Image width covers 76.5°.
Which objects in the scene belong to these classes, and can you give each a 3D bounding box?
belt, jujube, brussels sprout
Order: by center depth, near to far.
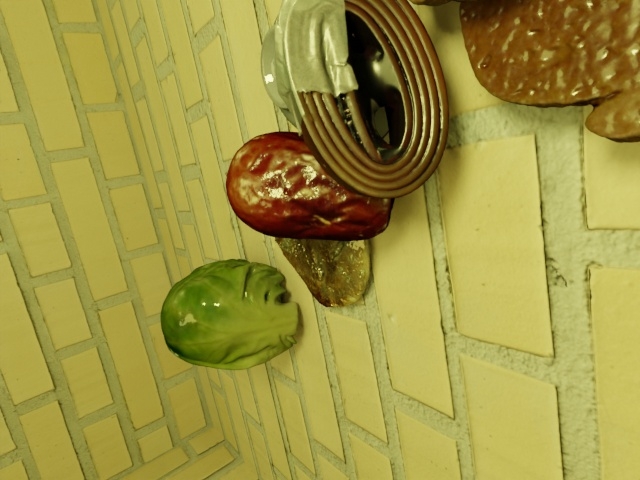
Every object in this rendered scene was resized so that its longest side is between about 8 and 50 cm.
[{"bbox_3d":[0.054,-0.226,0.607,0.122,0.217,0.338,-112,-3,-82],"label":"belt"},{"bbox_3d":[-0.019,-0.098,0.777,0.318,0.223,0.223,12,122,11],"label":"jujube"},{"bbox_3d":[-0.307,0.237,1.274,0.425,0.361,0.342,-17,90,57],"label":"brussels sprout"}]

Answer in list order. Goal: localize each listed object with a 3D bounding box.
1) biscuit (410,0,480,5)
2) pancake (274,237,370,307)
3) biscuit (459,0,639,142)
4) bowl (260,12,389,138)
[{"bbox_3d":[0.178,-0.461,0.436,0.359,0.074,0.380,-32,68,60],"label":"biscuit"},{"bbox_3d":[-0.002,0.001,0.996,0.356,0.065,0.356,31,131,44],"label":"pancake"},{"bbox_3d":[0.316,-0.274,0.390,0.394,0.070,0.350,14,113,55],"label":"biscuit"},{"bbox_3d":[-0.010,-0.328,0.763,0.346,0.157,0.345,29,128,44],"label":"bowl"}]
